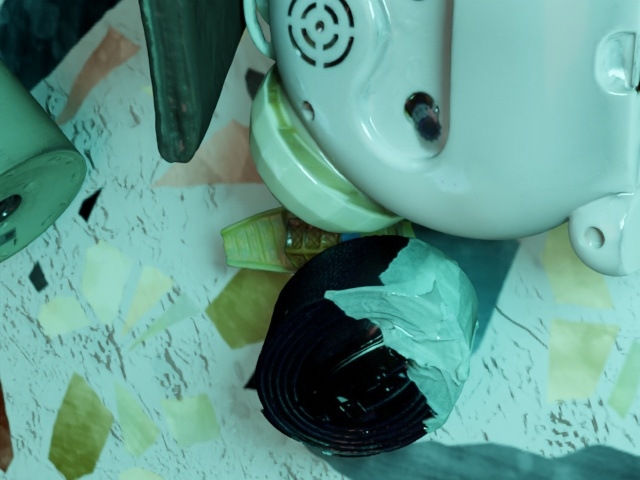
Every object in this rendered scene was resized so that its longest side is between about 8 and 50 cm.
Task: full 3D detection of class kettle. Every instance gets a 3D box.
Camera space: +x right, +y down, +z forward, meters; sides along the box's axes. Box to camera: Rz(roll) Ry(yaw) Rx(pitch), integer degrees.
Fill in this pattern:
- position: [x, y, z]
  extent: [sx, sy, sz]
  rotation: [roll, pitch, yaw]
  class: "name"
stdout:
- position: [-0.349, -0.097, 1.390]
  extent: [0.255, 0.165, 0.240]
  rotation: [48, 154, 14]
  class: "kettle"

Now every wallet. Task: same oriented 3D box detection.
- position: [-0.074, -0.189, 1.069]
  extent: [0.042, 0.309, 0.165]
  rotation: [3, 119, 6]
  class: "wallet"

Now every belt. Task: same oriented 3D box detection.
- position: [0.038, 0.081, 1.182]
  extent: [0.151, 0.078, 0.198]
  rotation: [30, 131, -11]
  class: "belt"

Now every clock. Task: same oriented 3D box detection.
- position: [0.096, -0.152, 1.052]
  extent: [0.326, 0.184, 0.342]
  rotation: [16, 108, 35]
  class: "clock"

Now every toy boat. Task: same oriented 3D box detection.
- position: [0.000, 0.000, 1.225]
  extent: [0.172, 0.066, 0.065]
  rotation: [0, 107, 35]
  class: "toy boat"
